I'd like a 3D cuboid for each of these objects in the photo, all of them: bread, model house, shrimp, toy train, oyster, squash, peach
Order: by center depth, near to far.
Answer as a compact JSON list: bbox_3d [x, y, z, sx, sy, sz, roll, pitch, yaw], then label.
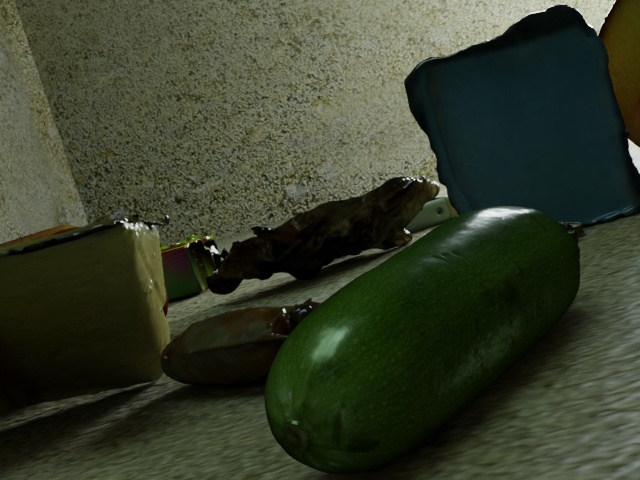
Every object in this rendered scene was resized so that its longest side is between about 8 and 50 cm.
[{"bbox_3d":[0.085,0.040,0.643,0.101,0.101,0.378,-15,4,35],"label":"squash"},{"bbox_3d":[-0.031,0.080,0.865,0.154,0.062,0.294,-13,0,-29],"label":"shrimp"},{"bbox_3d":[-0.311,0.020,0.982,0.345,0.242,0.405,-8,-31,0],"label":"bread"},{"bbox_3d":[0.228,-0.002,1.100,0.108,0.023,0.059,-15,-3,28],"label":"shrimp"},{"bbox_3d":[0.253,-0.137,1.257,0.215,0.237,0.303,-17,4,17],"label":"model house"},{"bbox_3d":[0.507,-0.257,1.401,0.281,0.281,0.338,-17,-15,12],"label":"peach"},{"bbox_3d":[0.008,-0.003,1.532,0.361,0.096,0.221,-20,0,-28],"label":"oyster"},{"bbox_3d":[-0.310,0.066,1.866,0.296,0.100,0.160,-16,6,22],"label":"toy train"}]

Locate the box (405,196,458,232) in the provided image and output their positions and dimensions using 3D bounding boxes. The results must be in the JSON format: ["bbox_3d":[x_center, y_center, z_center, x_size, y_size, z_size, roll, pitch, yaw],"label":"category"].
[{"bbox_3d":[0.103,-0.031,1.796,0.211,0.045,0.270,-17,4,-7],"label":"box"}]

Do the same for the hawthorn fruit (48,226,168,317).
[{"bbox_3d":[-0.279,0.071,1.285,0.189,0.189,0.189,-17,4,1],"label":"hawthorn fruit"}]

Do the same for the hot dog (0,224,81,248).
[{"bbox_3d":[-0.485,0.111,1.423,0.405,0.185,0.223,-17,3,6],"label":"hot dog"}]
